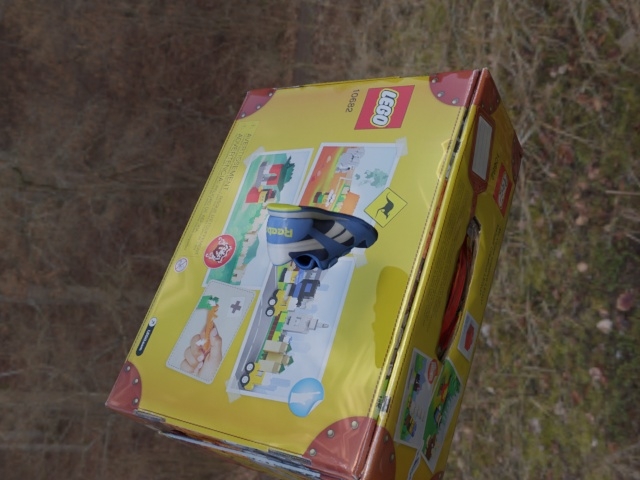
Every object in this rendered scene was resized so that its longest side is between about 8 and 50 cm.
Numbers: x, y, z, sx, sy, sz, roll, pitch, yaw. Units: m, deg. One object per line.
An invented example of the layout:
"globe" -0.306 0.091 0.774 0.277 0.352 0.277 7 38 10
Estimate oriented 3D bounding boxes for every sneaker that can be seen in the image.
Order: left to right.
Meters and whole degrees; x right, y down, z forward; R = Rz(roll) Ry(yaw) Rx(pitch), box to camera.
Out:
"sneaker" 0.000 0.000 0.651 0.053 0.144 0.059 5 88 43

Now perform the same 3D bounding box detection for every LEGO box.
"LEGO box" 0.009 0.043 0.875 0.193 0.372 0.500 46 -123 -47
